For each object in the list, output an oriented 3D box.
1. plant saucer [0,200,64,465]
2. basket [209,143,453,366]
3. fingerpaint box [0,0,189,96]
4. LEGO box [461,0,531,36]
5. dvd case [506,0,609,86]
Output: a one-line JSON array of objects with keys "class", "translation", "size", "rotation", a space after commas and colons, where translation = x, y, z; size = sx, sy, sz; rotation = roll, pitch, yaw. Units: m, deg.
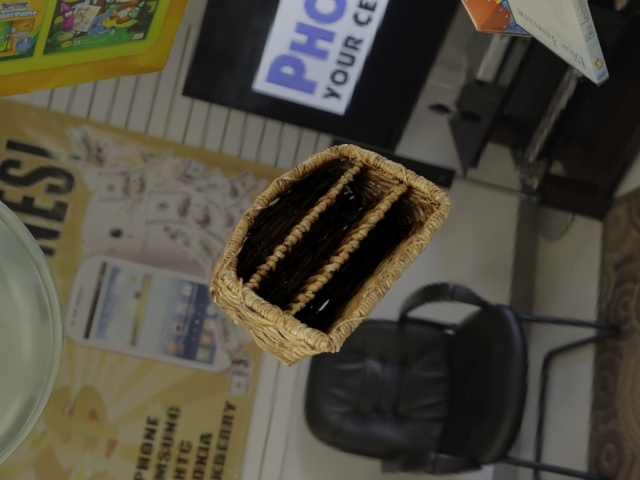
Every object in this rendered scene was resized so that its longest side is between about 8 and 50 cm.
[{"class": "plant saucer", "translation": [-0.462, 0.111, 0.921], "size": [0.100, 0.401, 0.400], "rotation": [-146, 70, -69]}, {"class": "basket", "translation": [0.000, 0.000, 1.298], "size": [0.299, 0.213, 0.223], "rotation": [-47, 4, -21]}, {"class": "fingerpaint box", "translation": [-0.257, -0.249, 0.511], "size": [0.163, 0.445, 0.371], "rotation": [53, 138, 20]}, {"class": "LEGO box", "translation": [0.313, -0.632, 1.438], "size": [0.372, 0.193, 0.500], "rotation": [-50, 53, 46]}, {"class": "dvd case", "translation": [0.273, -0.317, 1.158], "size": [0.022, 0.253, 0.180], "rotation": [-40, 51, 2]}]
